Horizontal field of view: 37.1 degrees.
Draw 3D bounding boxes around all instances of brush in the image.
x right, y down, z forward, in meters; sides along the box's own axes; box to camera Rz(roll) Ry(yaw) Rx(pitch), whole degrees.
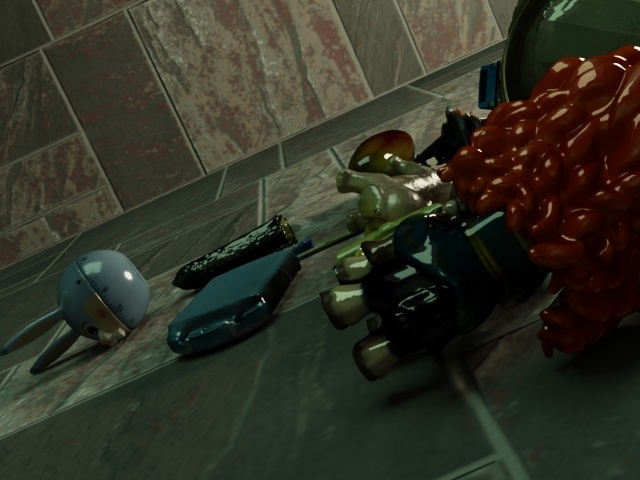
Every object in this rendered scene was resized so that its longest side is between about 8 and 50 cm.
[{"bbox_3d":[0.000,0.000,1.637,0.178,0.030,0.033,-24,2,4],"label":"brush"}]

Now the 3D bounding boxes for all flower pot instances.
[{"bbox_3d":[0.429,-0.232,1.311,0.290,0.290,0.259,-28,26,-14],"label":"flower pot"}]

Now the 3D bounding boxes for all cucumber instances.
[{"bbox_3d":[-0.158,0.030,1.749,0.245,0.067,0.067,-29,13,-10],"label":"cucumber"}]

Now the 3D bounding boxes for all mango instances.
[{"bbox_3d":[0.113,-0.143,1.819,0.133,0.111,0.267,-23,9,22],"label":"mango"}]

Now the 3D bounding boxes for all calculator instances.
[{"bbox_3d":[-0.129,0.090,1.453,0.173,0.051,0.293,-22,12,17],"label":"calculator"}]

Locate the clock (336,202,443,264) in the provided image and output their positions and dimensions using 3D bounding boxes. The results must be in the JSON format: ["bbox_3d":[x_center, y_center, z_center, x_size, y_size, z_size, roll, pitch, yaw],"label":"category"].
[{"bbox_3d":[0.120,0.022,1.208,0.170,0.069,0.232,-26,12,-6],"label":"clock"}]

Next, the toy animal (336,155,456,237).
[{"bbox_3d":[0.119,-0.052,1.440,0.169,0.121,0.233,6,19,36],"label":"toy animal"}]

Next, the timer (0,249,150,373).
[{"bbox_3d":[-0.400,0.135,1.639,0.255,0.175,0.175,-59,24,-17],"label":"timer"}]

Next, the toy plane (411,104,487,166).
[{"bbox_3d":[0.253,-0.183,1.677,0.223,0.104,0.326,-23,-3,12],"label":"toy plane"}]

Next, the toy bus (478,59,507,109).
[{"bbox_3d":[0.389,-0.277,1.746,0.185,0.090,0.106,3,1,-18],"label":"toy bus"}]

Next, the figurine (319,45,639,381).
[{"bbox_3d":[0.188,-0.008,0.903,0.306,0.241,0.412,-15,-14,-44],"label":"figurine"}]
